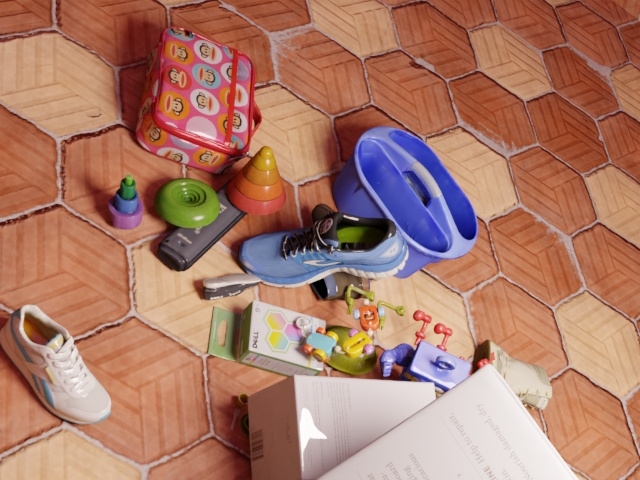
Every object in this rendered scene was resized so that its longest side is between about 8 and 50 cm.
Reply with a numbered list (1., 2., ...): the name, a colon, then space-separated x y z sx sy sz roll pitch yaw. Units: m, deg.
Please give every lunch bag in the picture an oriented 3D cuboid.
1. lunch bag: -0.238 -0.282 2.113 0.258 0.120 0.293 19 52 -25

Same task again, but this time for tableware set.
1. tableware set: -0.084 0.320 1.835 0.154 0.024 0.104 25 48 -14

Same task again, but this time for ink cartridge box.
1. ink cartridge box: -0.097 0.181 1.900 0.209 0.062 0.109 19 51 -20

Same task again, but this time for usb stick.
1. usb stick: -0.214 -0.037 1.993 0.077 0.045 0.278 39 47 3

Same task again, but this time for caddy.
1. caddy: 0.188 -0.088 2.196 0.241 0.179 0.341 -23 73 -42

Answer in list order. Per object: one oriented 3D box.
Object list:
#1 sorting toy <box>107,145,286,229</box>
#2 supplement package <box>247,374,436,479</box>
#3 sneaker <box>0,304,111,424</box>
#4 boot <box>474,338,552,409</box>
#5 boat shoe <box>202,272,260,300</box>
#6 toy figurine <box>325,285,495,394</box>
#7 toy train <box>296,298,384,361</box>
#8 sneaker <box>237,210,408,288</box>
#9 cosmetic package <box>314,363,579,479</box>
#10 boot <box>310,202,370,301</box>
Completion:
1. sorting toy: -0.224 -0.112 1.943 0.365 0.126 0.127 -11 50 -27
2. supplement package: 0.044 0.344 1.773 0.293 0.175 0.177 9 65 -30
3. sneaker: -0.425 0.204 1.654 0.228 0.092 0.087 45 45 1
4. boot: 0.398 0.319 2.106 0.165 0.077 0.213 26 42 -16
5. boat shoe: -0.169 0.089 1.937 0.125 0.038 0.046 -9 22 -43
6. toy figurine: 0.192 0.209 1.918 0.362 0.217 0.191 28 73 -4
7. toy train: 0.043 0.175 1.894 0.166 0.046 0.125 -9 44 -3
8. sneaker: 0.000 0.000 1.971 0.330 0.147 0.130 -7 57 5
9. cosmetic package: 0.205 0.466 1.526 0.393 0.329 0.327 -34 57 -1
10. boot: 0.013 0.025 2.070 0.106 0.082 0.219 -12 68 -41
